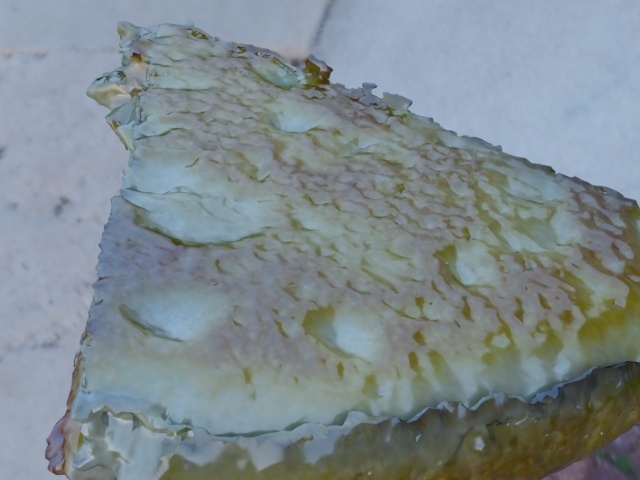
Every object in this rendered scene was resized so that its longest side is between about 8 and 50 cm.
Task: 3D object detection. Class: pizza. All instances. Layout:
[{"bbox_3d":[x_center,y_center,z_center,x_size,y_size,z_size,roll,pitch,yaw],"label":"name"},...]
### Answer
[{"bbox_3d":[0.000,0.000,0.880,0.440,0.130,0.406,-10,41,-32],"label":"pizza"}]
